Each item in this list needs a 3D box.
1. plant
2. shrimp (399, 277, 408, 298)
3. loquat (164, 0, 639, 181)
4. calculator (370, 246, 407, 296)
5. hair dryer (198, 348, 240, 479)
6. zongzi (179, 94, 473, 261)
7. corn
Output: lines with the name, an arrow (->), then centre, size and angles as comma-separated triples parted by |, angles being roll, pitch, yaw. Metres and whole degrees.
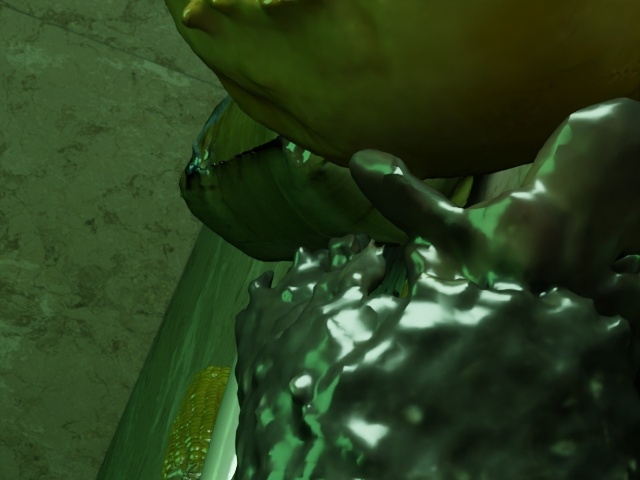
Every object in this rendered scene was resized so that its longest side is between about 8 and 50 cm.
plant -> 0.054, 0.070, 0.779 | 0.204, 0.178, 0.234 | 127, 156, -67
shrimp -> 0.049, 0.109, 1.172 | 0.115, 0.051, 0.217 | 117, 171, -76
loquat -> 0.068, -0.188, 0.880 | 0.328, 0.328, 0.328 | -160, 90, -82
calculator -> 0.044, 0.078, 1.379 | 0.161, 0.021, 0.261 | 127, 162, -64
hair dryer -> -0.072, 0.212, 1.422 | 0.203, 0.128, 0.362 | 122, 165, -61
zongzi -> 0.048, -0.155, 1.350 | 0.323, 0.160, 0.360 | -5, 56, 64
corn -> -0.110, 0.208, 1.829 | 0.261, 0.097, 0.097 | -86, 18, -68
